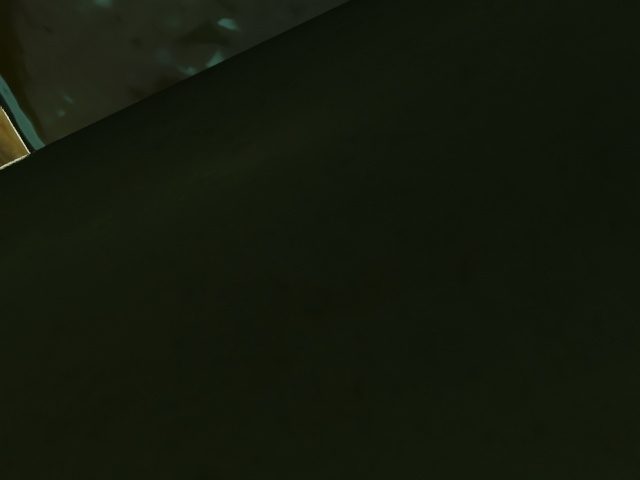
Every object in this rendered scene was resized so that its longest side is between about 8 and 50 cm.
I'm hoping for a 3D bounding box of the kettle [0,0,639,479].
[{"bbox_3d":[-0.005,0.134,0.458,0.250,0.377,0.361,-138,26,-69],"label":"kettle"}]

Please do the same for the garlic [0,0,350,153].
[{"bbox_3d":[-0.020,-0.107,0.591,0.143,0.112,0.318,47,133,-1],"label":"garlic"}]
